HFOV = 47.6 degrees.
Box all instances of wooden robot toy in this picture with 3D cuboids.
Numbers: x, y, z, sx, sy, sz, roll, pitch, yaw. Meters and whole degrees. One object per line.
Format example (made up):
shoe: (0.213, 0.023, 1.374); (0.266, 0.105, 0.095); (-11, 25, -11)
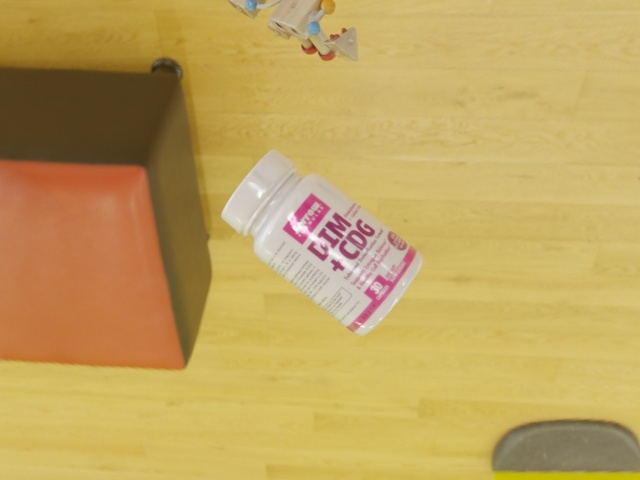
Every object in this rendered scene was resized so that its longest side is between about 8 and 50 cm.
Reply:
wooden robot toy: (-0.010, -0.232, 0.710); (0.079, 0.173, 0.076); (-58, 143, 1)

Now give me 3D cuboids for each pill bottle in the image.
pill bottle: (0.000, 0.000, 1.101); (0.283, 0.160, 0.160); (38, 130, 0)
